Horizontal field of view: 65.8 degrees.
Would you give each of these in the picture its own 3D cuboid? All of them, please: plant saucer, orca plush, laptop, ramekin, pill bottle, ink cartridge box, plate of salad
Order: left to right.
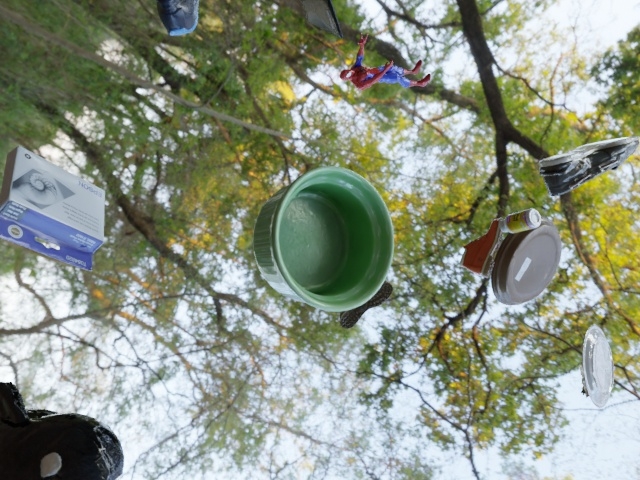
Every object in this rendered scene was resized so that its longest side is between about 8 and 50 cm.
[{"bbox_3d":[-0.326,0.196,0.549,0.287,0.151,0.102,-3,-83,46],"label":"orca plush"},{"bbox_3d":[-0.579,-0.068,1.082,0.045,0.223,0.224,-29,-126,20],"label":"ink cartridge box"},{"bbox_3d":[0.000,0.000,1.088,0.148,0.303,0.304,-7,-119,58],"label":"ramekin"},{"bbox_3d":[0.005,-0.526,0.876,0.136,0.234,0.264,9,-130,34],"label":"laptop"},{"bbox_3d":[0.433,-0.040,1.078,0.083,0.043,0.044,-22,-130,58],"label":"pill bottle"},{"bbox_3d":[0.600,0.066,1.420,0.041,0.277,0.278,34,-85,53],"label":"plant saucer"},{"bbox_3d":[0.683,0.312,1.235,0.048,0.199,0.200,-12,-122,46],"label":"plate of salad"}]

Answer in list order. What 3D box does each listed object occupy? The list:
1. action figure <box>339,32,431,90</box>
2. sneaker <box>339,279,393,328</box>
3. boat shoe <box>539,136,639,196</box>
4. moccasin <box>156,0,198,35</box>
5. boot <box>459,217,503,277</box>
[{"bbox_3d":[0.186,-0.489,1.369,0.092,0.280,0.139,66,-26,25],"label":"action figure"},{"bbox_3d":[0.127,0.175,1.468,0.192,0.064,0.086,-42,-165,8],"label":"sneaker"},{"bbox_3d":[0.708,-0.199,1.303,0.112,0.335,0.096,12,-63,65],"label":"boat shoe"},{"bbox_3d":[-0.360,-0.676,1.245,0.137,0.117,0.342,-16,-116,0],"label":"moccasin"},{"bbox_3d":[0.403,0.007,1.231,0.084,0.059,0.158,19,-103,30],"label":"boot"}]
